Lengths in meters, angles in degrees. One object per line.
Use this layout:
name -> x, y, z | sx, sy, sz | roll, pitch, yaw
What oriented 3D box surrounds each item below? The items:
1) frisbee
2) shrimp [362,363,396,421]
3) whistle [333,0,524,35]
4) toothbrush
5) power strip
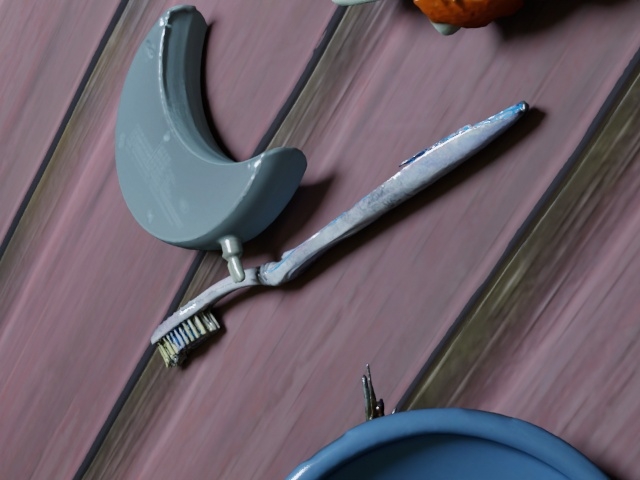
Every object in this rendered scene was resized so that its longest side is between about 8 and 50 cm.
frisbee -> 0.083, 0.254, 0.733 | 0.289, 0.049, 0.289 | -1, 79, 5
shrimp -> 0.049, 0.204, 0.806 | 0.090, 0.079, 0.233 | -10, 82, -2
whistle -> 0.113, -0.202, 0.785 | 0.253, 0.101, 0.106 | -6, 84, 36
toothbrush -> 0.000, 0.000, 0.902 | 0.413, 0.035, 0.042 | -35, 85, 32
power strip -> -0.104, -0.074, 0.970 | 0.167, 0.054, 0.253 | -52, 52, 27
